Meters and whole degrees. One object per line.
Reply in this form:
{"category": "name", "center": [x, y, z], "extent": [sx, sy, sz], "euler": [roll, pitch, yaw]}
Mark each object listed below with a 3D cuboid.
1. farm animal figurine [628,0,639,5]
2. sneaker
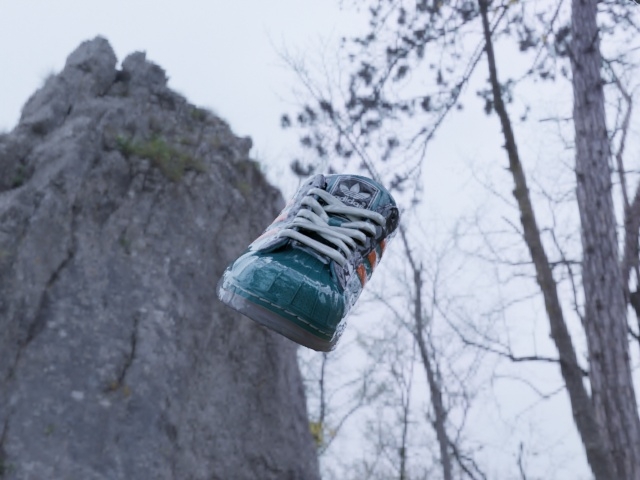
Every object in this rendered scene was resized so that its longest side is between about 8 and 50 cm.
{"category": "farm animal figurine", "center": [0.367, -0.159, 0.653], "extent": [0.330, 0.327, 0.172], "euler": [45, -34, 4]}
{"category": "sneaker", "center": [0.000, 0.000, 0.737], "extent": [0.108, 0.302, 0.121], "euler": [26, -79, 4]}
